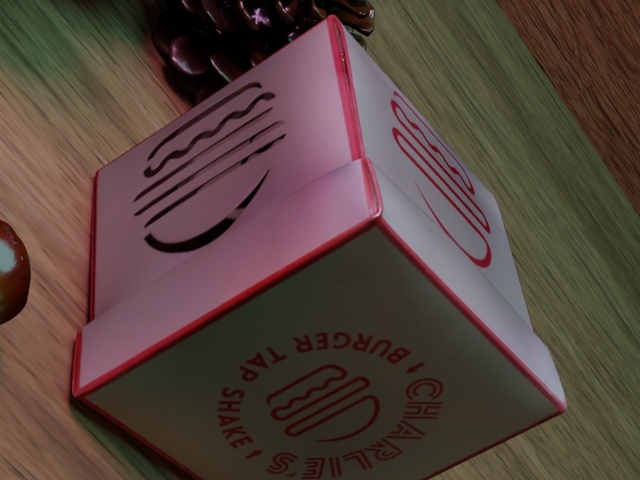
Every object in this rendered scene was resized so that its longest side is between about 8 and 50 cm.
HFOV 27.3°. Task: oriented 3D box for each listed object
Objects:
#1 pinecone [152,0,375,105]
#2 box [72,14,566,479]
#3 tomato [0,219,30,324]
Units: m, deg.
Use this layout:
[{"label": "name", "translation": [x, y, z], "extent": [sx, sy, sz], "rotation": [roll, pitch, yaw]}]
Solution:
[{"label": "pinecone", "translation": [-0.052, -0.266, 1.554], "extent": [0.264, 0.264, 0.264], "rotation": [46, 27, -32]}, {"label": "box", "translation": [-0.007, 0.041, 1.213], "extent": [0.312, 0.314, 0.300], "rotation": [43, 26, -37]}, {"label": "tomato", "translation": [-0.260, 0.025, 0.992], "extent": [0.075, 0.087, 0.087], "rotation": [-8, 69, -39]}]
